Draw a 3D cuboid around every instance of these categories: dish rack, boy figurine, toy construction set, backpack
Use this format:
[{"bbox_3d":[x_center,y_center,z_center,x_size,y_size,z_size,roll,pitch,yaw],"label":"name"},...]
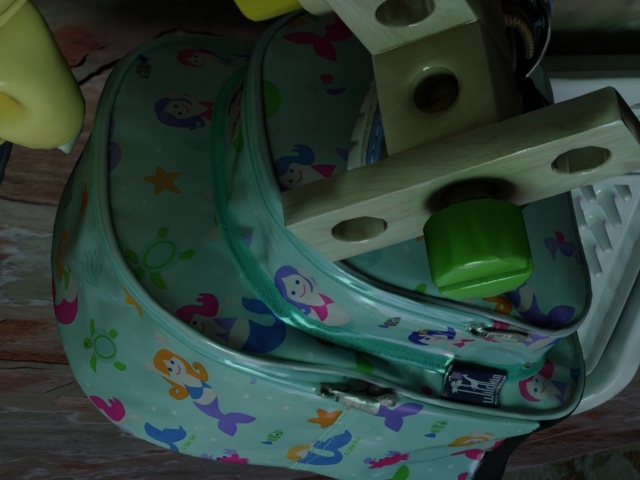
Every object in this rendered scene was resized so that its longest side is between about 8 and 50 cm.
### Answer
[{"bbox_3d":[0.098,0.000,1.045,0.285,0.072,0.333,-3,137,-13],"label":"dish rack"},{"bbox_3d":[-0.190,-0.097,0.740,0.177,0.092,0.285,23,155,-6],"label":"boy figurine"},{"bbox_3d":[-0.020,-0.102,0.527,0.309,0.237,0.257,-5,164,-3],"label":"toy construction set"},{"bbox_3d":[0.000,0.000,0.790,0.253,0.225,0.191,7,143,-15],"label":"backpack"}]

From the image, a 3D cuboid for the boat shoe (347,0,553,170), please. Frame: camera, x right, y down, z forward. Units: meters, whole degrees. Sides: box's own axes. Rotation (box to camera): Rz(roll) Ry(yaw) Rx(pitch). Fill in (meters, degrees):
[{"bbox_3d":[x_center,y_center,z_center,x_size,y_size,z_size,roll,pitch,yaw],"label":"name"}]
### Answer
[{"bbox_3d":[0.066,-0.093,0.680,0.066,0.183,0.066,17,167,-39],"label":"boat shoe"}]
